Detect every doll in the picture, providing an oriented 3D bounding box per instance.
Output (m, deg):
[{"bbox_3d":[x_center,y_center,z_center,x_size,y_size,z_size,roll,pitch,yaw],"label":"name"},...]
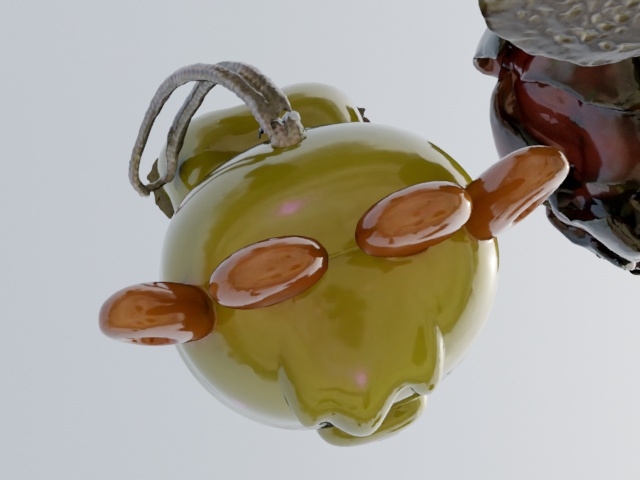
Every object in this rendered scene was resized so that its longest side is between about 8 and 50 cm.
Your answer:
[{"bbox_3d":[0.000,0.000,0.622,0.143,0.221,0.135,-17,-89,-3],"label":"doll"}]

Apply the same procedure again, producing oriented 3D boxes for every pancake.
[{"bbox_3d":[0.100,-0.087,0.573,0.115,0.115,0.011,-4,-117,-14],"label":"pancake"}]

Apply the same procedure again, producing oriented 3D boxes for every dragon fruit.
[{"bbox_3d":[0.154,-0.066,0.836,0.182,0.188,0.182,-1,-102,4],"label":"dragon fruit"}]
